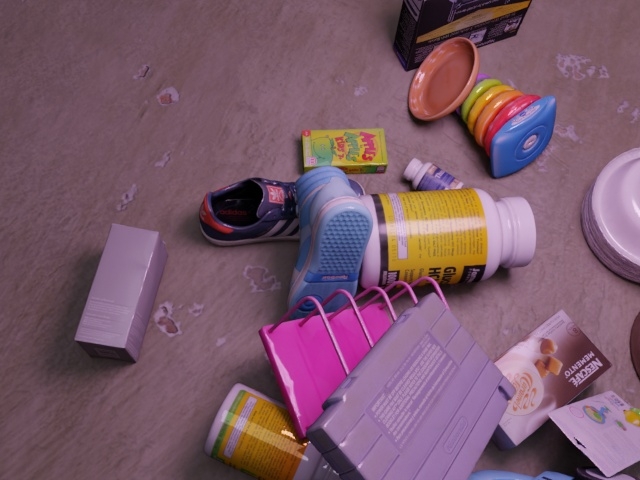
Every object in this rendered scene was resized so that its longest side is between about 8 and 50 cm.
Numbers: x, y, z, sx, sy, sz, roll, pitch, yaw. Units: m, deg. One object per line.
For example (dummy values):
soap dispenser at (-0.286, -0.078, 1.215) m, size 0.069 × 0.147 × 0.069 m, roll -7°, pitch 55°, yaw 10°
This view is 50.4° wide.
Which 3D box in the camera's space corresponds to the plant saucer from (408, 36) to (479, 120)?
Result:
plant saucer at (0.277, -0.352, 1.506) m, size 0.037 × 0.200 × 0.200 m, roll 24°, pitch 63°, yaw -31°

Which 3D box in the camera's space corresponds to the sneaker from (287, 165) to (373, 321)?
sneaker at (0.000, 0.000, 1.306) m, size 0.127 × 0.319 × 0.208 m, roll 5°, pitch 40°, yaw -22°

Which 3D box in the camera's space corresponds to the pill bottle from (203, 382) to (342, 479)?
pill bottle at (-0.067, 0.362, 1.195) m, size 0.246 × 0.136 × 0.136 m, roll 23°, pitch 68°, yaw 5°

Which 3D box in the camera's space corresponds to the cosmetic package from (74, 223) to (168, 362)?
cosmetic package at (-0.375, 0.101, 1.300) m, size 0.107 × 0.127 × 0.238 m, roll 8°, pitch 65°, yaw 0°

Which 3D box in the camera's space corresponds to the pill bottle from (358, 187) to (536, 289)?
pill bottle at (0.237, -0.006, 1.339) m, size 0.334 × 0.188 × 0.187 m, roll -4°, pitch 67°, yaw -4°

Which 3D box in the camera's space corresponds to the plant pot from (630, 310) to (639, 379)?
plant pot at (0.753, 0.186, 1.261) m, size 0.263 × 0.229 × 0.263 m, roll 1°, pitch 66°, yaw -3°

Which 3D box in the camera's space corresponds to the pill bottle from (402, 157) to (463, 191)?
pill bottle at (0.239, -0.125, 1.455) m, size 0.120 × 0.067 × 0.067 m, roll 34°, pitch 70°, yaw 11°

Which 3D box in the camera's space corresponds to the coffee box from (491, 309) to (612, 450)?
coffee box at (0.398, 0.262, 1.281) m, size 0.246 × 0.098 × 0.141 m, roll -32°, pitch 72°, yaw -15°

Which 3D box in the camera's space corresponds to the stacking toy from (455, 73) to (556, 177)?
stacking toy at (0.363, -0.304, 1.510) m, size 0.175 × 0.165 × 0.302 m, roll -35°, pitch 58°, yaw -6°

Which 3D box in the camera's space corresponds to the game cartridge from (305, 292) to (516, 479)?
game cartridge at (0.148, 0.254, 1.024) m, size 0.230 × 0.068 × 0.355 m, roll 47°, pitch 45°, yaw 3°

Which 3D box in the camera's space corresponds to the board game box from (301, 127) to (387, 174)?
board game box at (0.051, -0.194, 1.489) m, size 0.181 × 0.043 × 0.092 m, roll -2°, pitch 67°, yaw -4°

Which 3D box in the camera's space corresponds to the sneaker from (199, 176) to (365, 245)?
sneaker at (-0.073, -0.074, 1.375) m, size 0.350 × 0.148 × 0.131 m, roll -13°, pitch 68°, yaw -8°

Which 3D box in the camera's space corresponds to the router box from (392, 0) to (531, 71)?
router box at (0.331, -0.528, 1.536) m, size 0.309 × 0.243 × 0.081 m, roll -20°, pitch 70°, yaw -11°

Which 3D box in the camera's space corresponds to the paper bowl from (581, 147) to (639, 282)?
paper bowl at (0.698, -0.061, 1.391) m, size 0.284 × 0.148 × 0.284 m, roll -2°, pitch 67°, yaw 4°

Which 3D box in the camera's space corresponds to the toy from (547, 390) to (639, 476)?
toy at (0.510, 0.352, 1.222) m, size 0.237 × 0.056 × 0.137 m, roll -6°, pitch 40°, yaw -39°

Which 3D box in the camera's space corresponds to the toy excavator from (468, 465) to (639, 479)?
toy excavator at (0.243, 0.473, 1.096) m, size 0.445 × 0.433 × 0.222 m, roll 4°, pitch 87°, yaw 36°

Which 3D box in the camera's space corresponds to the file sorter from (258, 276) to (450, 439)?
file sorter at (0.085, 0.188, 1.189) m, size 0.291 × 0.182 × 0.202 m, roll -7°, pitch 64°, yaw -39°
